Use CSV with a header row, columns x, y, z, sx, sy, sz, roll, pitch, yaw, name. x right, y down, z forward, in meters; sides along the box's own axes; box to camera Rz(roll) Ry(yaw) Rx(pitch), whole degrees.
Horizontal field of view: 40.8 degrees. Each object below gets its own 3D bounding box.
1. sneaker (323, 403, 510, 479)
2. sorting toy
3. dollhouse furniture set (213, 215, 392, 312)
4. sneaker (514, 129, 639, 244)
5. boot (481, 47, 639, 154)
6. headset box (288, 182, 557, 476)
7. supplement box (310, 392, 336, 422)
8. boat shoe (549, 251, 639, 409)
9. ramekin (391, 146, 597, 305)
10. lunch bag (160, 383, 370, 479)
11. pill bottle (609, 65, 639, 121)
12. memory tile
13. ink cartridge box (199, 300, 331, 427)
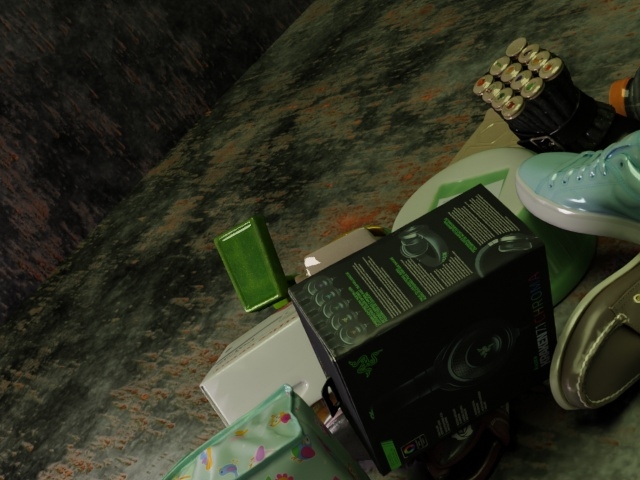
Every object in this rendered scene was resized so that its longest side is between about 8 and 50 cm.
x,y,z,sx,sy,sz,roll,pitch,yaw,name
0.120,0.267,1.126,0.281,0.106,0.162,-26,32,20,sneaker
0.345,-0.175,1.637,0.193,0.038,0.208,4,52,53,sorting toy
0.000,0.000,1.542,0.302,0.151,0.198,-27,-12,27,dollhouse furniture set
0.391,-0.086,1.075,0.135,0.150,0.366,-33,33,-27,sneaker
0.419,-0.174,1.285,0.348,0.260,0.131,1,46,52,boot
0.122,0.114,1.023,0.283,0.246,0.131,-27,43,-9,headset box
0.034,0.258,1.272,0.233,0.080,0.078,-36,25,-1,supplement box
0.407,0.088,1.048,0.324,0.116,0.097,-40,25,-21,boat shoe
0.257,-0.009,1.345,0.303,0.148,0.303,-29,28,17,ramekin
-0.075,0.351,1.092,0.262,0.223,0.160,-37,21,5,lunch bag
0.579,-0.233,1.332,0.246,0.130,0.130,-9,38,44,pill bottle
0.288,-0.241,1.266,0.113,0.012,0.148,-45,28,11,memory tile
-0.054,0.183,1.346,0.207,0.117,0.283,-34,3,4,ink cartridge box
